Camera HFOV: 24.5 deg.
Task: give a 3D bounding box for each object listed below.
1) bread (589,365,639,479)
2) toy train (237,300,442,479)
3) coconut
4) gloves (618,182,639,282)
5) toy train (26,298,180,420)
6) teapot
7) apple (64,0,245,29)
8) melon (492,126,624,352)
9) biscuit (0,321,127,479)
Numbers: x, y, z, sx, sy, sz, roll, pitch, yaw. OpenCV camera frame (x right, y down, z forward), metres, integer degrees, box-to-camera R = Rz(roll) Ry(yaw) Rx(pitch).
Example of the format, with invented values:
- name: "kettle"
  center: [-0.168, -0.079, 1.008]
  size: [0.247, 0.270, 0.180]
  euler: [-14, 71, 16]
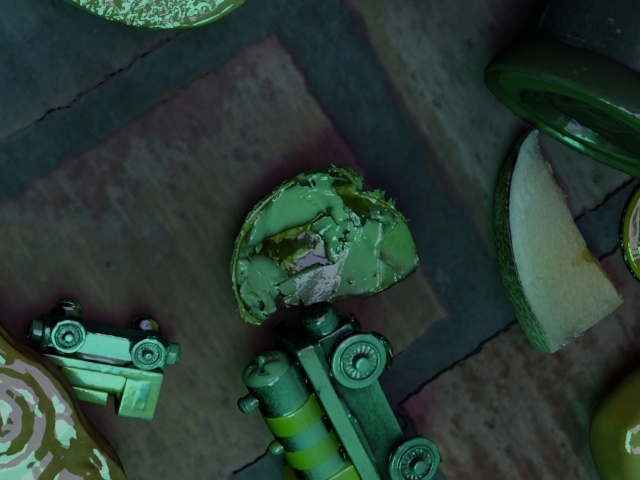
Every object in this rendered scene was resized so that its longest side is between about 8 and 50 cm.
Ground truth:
- name: "bread"
  center: [0.336, 0.152, 1.304]
  size: [0.217, 0.098, 0.147]
  euler: [-30, 112, -13]
- name: "toy train"
  center: [0.010, 0.150, 1.200]
  size: [0.132, 0.083, 0.200]
  euler: [-32, 113, -12]
- name: "coconut"
  center: [0.000, 0.001, 1.199]
  size: [0.158, 0.055, 0.133]
  euler: [0, 99, -16]
- name: "gloves"
  center: [0.365, 0.008, 1.192]
  size: [0.133, 0.294, 0.116]
  euler: [21, 90, -20]
- name: "toy train"
  center: [-0.174, 0.095, 1.163]
  size: [0.122, 0.050, 0.081]
  euler: [10, 106, -16]
- name: "teapot"
  center: [0.319, -0.218, 1.205]
  size: [0.270, 0.200, 0.337]
  euler: [30, 86, -22]
- name: "apple"
  center: [-0.156, -0.272, 1.085]
  size: [0.265, 0.120, 0.193]
  euler: [33, 100, -16]
- name: "melon"
  center: [0.188, 0.001, 1.264]
  size: [0.098, 0.054, 0.182]
  euler: [-34, 105, -16]
- name: "biscuit"
  center: [-0.328, 0.229, 1.102]
  size: [0.365, 0.062, 0.385]
  euler: [-30, 106, -5]
